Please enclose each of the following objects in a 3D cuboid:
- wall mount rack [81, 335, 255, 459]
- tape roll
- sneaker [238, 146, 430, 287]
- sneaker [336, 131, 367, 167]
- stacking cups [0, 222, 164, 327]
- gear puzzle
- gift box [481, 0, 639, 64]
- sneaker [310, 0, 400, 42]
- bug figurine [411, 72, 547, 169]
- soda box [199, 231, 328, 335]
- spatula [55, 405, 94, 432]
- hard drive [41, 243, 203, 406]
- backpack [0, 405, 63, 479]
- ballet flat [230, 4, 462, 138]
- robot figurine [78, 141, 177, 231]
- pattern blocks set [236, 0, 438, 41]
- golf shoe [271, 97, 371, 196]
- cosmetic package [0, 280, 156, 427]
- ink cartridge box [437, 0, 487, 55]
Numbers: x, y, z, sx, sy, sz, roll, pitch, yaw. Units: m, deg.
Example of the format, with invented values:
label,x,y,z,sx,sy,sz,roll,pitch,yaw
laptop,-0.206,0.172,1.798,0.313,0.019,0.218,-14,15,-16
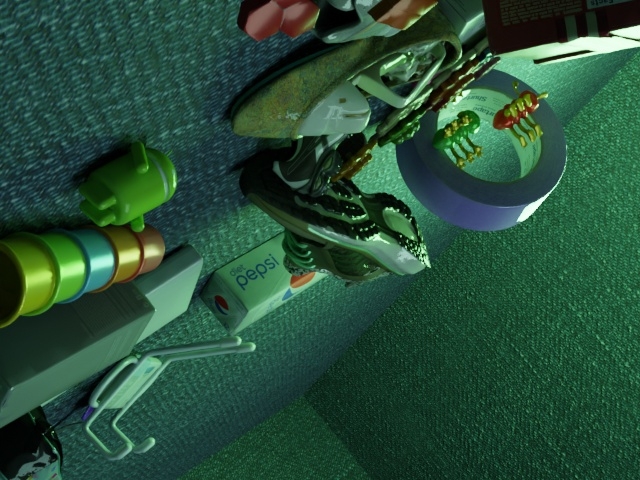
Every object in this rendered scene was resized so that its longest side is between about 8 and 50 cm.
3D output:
label,x,y,z,sx,sy,sz,roll,pitch,yaw
wall mount rack,-0.276,0.255,1.964,0.304,0.130,0.350,-47,173,-4
tape roll,0.269,-0.156,1.827,0.275,0.275,0.090,-35,166,-27
sneaker,0.000,0.000,1.635,0.182,0.158,0.410,-36,144,23
sneaker,0.003,-0.097,1.717,0.188,0.066,0.071,-40,169,-1
stacking cups,-0.274,0.019,1.225,0.096,0.096,0.316,-46,170,22
gear puzzle,0.149,-0.185,1.541,0.339,0.044,0.175,-39,178,-9
gift box,0.329,-0.355,1.257,0.255,0.276,0.258,-2,-175,28
sneaker,0.066,-0.291,1.137,0.121,0.099,0.262,-28,162,-32
bug figurine,0.249,-0.251,1.715,0.216,0.072,0.279,-34,129,-11
soda box,-0.074,0.055,1.958,0.286,0.098,0.091,-30,164,-40
spatula,-0.471,0.350,1.947,0.296,0.030,0.084,-40,171,-3
hard drive,-0.319,0.136,1.618,0.308,0.040,0.203,-35,167,-28
backpack,-0.431,0.279,1.478,0.144,0.166,0.188,-35,163,-16
ballet flat,0.048,-0.198,1.366,0.349,0.123,0.123,-34,166,-30
robot figurine,-0.206,-0.060,1.183,0.115,0.067,0.101,-32,146,-37
pattern blocks set,0.080,-0.317,1.003,0.325,0.026,0.285,-15,140,-27
golf shoe,0.003,-0.160,1.476,0.198,0.094,0.077,-65,-174,-9
cosmetic package,-0.341,0.132,1.388,0.238,0.107,0.127,-25,161,-44
ink cartridge box,0.221,-0.333,1.519,0.175,0.072,0.127,-36,168,-24
